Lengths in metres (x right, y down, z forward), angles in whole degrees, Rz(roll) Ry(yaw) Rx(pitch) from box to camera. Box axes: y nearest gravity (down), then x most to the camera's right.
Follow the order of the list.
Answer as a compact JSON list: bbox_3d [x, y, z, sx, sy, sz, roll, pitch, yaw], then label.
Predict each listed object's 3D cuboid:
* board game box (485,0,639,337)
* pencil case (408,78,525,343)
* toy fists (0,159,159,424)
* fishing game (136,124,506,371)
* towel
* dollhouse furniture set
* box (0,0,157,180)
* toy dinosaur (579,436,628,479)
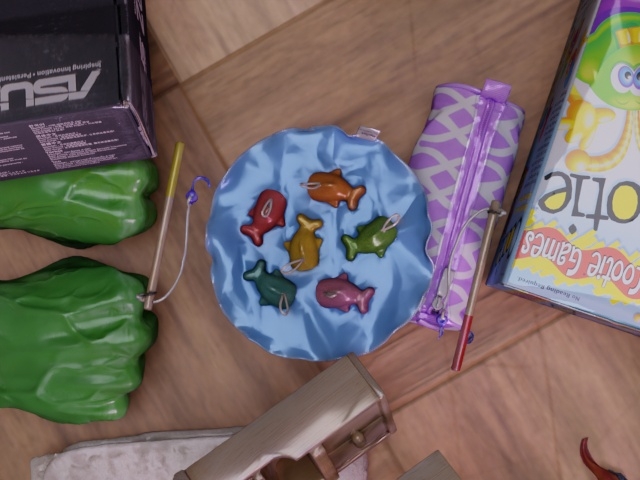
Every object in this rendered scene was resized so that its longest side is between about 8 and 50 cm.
[{"bbox_3d":[0.245,-0.072,0.932,0.142,0.144,0.275,19,89,3],"label":"board game box"},{"bbox_3d":[0.105,-0.025,0.965,0.086,0.088,0.206,14,87,1],"label":"pencil case"},{"bbox_3d":[-0.200,0.011,0.977,0.142,0.096,0.279,0,89,10],"label":"toy fists"},{"bbox_3d":[0.000,0.000,0.912,0.264,0.041,0.189,15,87,6],"label":"fishing game"},{"bbox_3d":[-0.096,0.251,0.982,0.282,0.049,0.187,-4,88,2],"label":"towel"},{"bbox_3d":[0.032,0.232,0.857,0.161,0.212,0.242,-35,64,-7],"label":"dollhouse furniture set"},{"bbox_3d":[-0.339,-0.189,0.944,0.395,0.097,0.318,-8,66,2],"label":"box"},{"bbox_3d":[0.234,0.208,0.949,0.047,0.082,0.090,-44,85,0],"label":"toy dinosaur"}]
